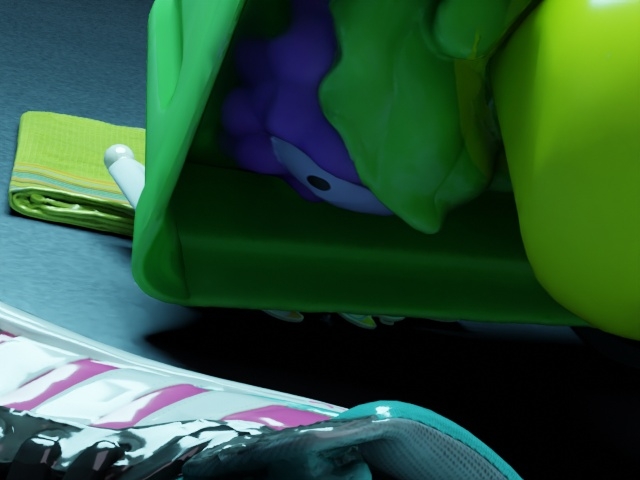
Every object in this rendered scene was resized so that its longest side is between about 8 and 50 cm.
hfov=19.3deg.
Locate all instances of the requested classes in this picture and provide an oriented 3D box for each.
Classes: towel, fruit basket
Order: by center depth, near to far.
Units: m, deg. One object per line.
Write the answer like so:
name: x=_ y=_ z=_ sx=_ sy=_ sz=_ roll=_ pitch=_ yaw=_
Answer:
fruit basket: x=0.125 y=-0.047 z=0.828 sx=0.392 sy=0.283 sz=0.392 roll=17 pitch=38 yaw=-13
towel: x=-0.128 y=-0.044 z=1.099 sx=0.102 sy=0.021 sz=0.237 roll=12 pitch=13 yaw=-11

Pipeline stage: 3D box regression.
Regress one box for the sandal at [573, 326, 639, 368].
sandal: x=0.157 y=0.025 z=1.047 sx=0.067 sy=0.040 sz=0.179 roll=10 pitch=14 yaw=-15

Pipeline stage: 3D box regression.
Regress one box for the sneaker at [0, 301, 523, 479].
sneaker: x=-0.060 y=0.081 z=0.426 sx=0.295 sy=0.124 sz=0.178 roll=11 pitch=0 yaw=-16

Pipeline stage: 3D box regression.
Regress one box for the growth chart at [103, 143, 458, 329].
growth chart: x=0.000 y=0.000 z=0.999 sx=0.237 sy=0.021 sz=0.172 roll=6 pitch=25 yaw=-40
